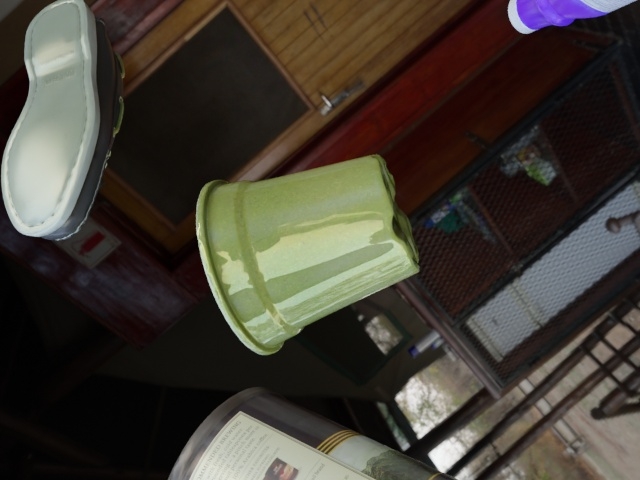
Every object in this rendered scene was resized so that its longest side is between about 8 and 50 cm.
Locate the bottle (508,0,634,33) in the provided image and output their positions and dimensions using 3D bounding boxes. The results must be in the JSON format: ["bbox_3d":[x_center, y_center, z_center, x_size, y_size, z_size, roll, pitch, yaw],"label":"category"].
[{"bbox_3d":[0.396,-0.379,0.814,0.118,0.092,0.283,14,172,-25],"label":"bottle"}]

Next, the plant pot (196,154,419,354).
[{"bbox_3d":[0.000,0.000,0.837,0.276,0.254,0.275,-19,-90,-77],"label":"plant pot"}]

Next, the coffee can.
[{"bbox_3d":[0.014,0.284,0.539,0.276,0.201,0.201,16,163,32],"label":"coffee can"}]

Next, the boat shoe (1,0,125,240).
[{"bbox_3d":[-0.200,-0.097,0.470,0.068,0.081,0.227,56,-156,-61],"label":"boat shoe"}]
